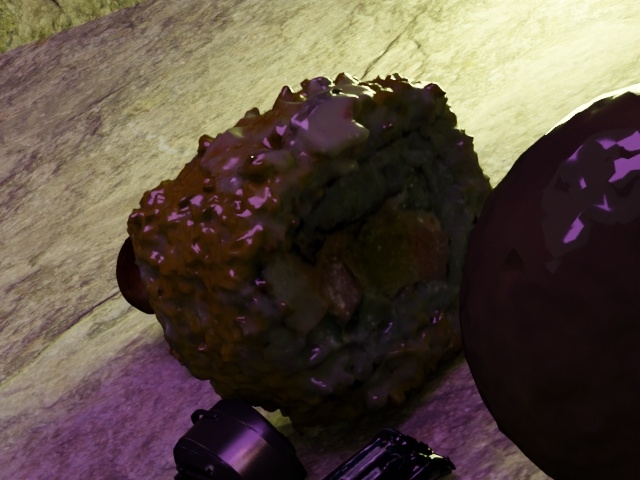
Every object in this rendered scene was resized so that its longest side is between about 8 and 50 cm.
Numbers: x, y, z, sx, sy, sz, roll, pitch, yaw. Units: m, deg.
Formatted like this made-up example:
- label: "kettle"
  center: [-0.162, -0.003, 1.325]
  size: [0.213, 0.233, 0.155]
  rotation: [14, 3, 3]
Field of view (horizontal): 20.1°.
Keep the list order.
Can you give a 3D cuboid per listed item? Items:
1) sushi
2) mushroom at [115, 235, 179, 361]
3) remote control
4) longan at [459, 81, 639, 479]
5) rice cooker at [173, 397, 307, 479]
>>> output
- label: "sushi"
  center: [0.000, 0.000, 1.984]
  size: [0.396, 0.351, 0.240]
  rotation: [-39, 28, -32]
- label: "mushroom"
  center: [-0.131, 0.026, 2.312]
  size: [0.297, 0.163, 0.278]
  rotation: [-6, 32, 37]
- label: "remote control"
  center: [-0.039, 0.322, 1.758]
  size: [0.399, 0.062, 0.145]
  rotation: [-39, 27, -23]
- label: "longan"
  center: [0.312, 0.057, 1.543]
  size: [0.391, 0.391, 0.391]
  rotation: [-23, 25, 11]
- label: "rice cooker"
  center: [-0.087, 0.234, 1.920]
  size: [0.106, 0.112, 0.165]
  rotation: [-48, 26, -25]
